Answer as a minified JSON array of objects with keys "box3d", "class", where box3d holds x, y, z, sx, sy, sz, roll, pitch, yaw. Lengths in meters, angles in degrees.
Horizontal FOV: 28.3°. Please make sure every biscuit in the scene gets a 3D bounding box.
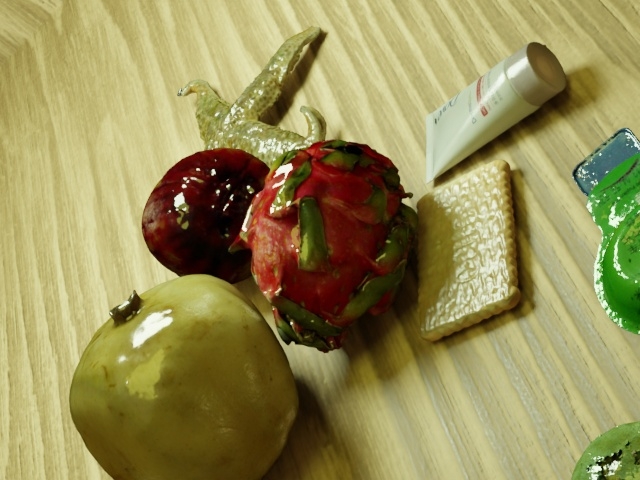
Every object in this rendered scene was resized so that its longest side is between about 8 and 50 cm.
[{"box3d":[0.200,0.012,1.728,0.160,0.030,0.249,-27,43,31],"class":"biscuit"}]

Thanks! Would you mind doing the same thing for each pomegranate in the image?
[{"box3d":[-0.192,0.210,1.765,0.332,0.332,0.332,-29,43,30],"class":"pomegranate"}]

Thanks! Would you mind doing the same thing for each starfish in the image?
[{"box3d":[-0.118,-0.235,2.251,0.324,0.082,0.432,-40,35,23],"class":"starfish"}]

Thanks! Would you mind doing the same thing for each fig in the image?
[{"box3d":[-0.176,-0.031,2.036,0.263,0.224,0.224,-11,53,40],"class":"fig"}]

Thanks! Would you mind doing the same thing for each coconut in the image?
[{"box3d":[0.320,0.258,1.372,0.133,0.055,0.158,6,64,48],"class":"coconut"}]

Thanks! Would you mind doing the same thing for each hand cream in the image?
[{"box3d":[0.235,-0.191,1.829,0.248,0.083,0.133,-35,37,38],"class":"hand cream"}]

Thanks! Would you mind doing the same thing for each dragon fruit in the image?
[{"box3d":[0.012,0.002,1.786,0.231,0.237,0.302,143,136,-61],"class":"dragon fruit"}]

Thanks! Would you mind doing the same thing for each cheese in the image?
[{"box3d":[0.393,-0.012,1.488,0.204,0.083,0.320,-42,40,19],"class":"cheese"}]
